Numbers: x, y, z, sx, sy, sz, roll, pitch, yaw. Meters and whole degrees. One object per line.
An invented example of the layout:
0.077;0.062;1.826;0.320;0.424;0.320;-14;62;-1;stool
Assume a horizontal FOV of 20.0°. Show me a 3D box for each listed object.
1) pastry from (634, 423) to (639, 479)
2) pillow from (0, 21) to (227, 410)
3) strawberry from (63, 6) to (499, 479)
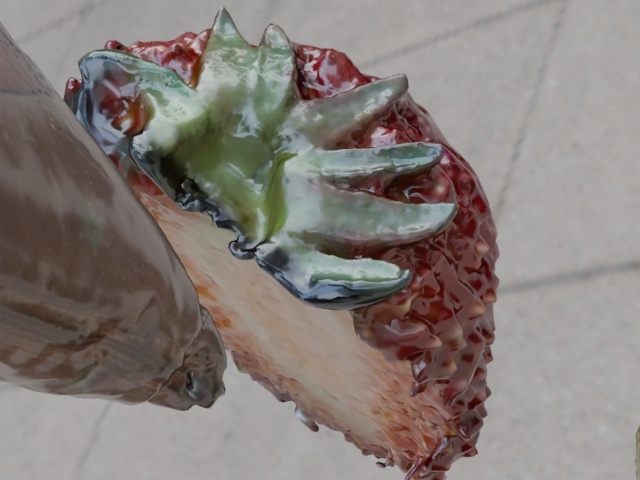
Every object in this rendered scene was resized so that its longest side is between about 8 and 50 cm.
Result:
0.158;0.069;0.491;0.153;0.153;0.081;-60;5;-8;pastry
-0.140;-0.050;0.468;0.084;0.223;0.236;-46;56;5;pillow
0.000;0.000;0.909;0.233;0.306;0.137;30;75;20;strawberry
